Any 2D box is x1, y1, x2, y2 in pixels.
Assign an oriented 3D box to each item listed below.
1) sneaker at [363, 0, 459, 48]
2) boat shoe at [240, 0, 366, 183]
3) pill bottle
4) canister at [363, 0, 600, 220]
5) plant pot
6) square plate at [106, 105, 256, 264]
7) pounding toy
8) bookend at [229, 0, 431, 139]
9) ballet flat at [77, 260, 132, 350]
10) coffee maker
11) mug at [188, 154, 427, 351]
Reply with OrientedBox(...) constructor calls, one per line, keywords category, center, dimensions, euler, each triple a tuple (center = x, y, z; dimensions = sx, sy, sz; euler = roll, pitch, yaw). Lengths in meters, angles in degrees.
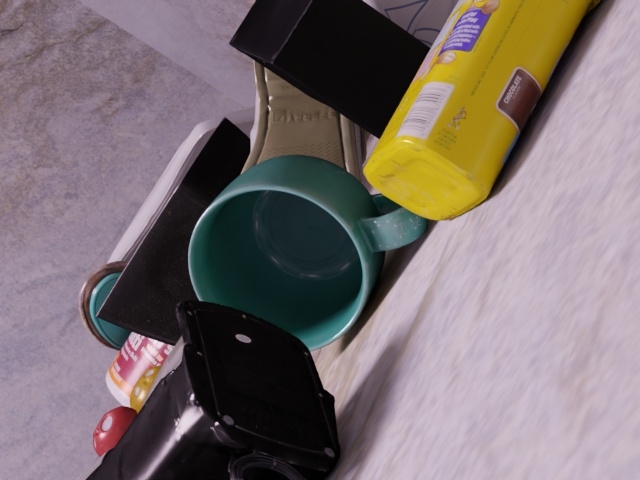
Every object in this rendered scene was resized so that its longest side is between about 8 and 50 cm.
OrientedBox(category="sneaker", center=(0.091, -0.184, 1.006), dimensions=(0.111, 0.129, 0.297), euler=(-52, 6, -18))
OrientedBox(category="boat shoe", center=(-0.007, -0.069, 1.070), dimensions=(0.103, 0.113, 0.302), euler=(21, -106, -74))
OrientedBox(category="pill bottle", center=(-0.154, 0.108, 1.534), dimensions=(0.221, 0.121, 0.121), euler=(-57, 6, 9))
OrientedBox(category="canister", center=(0.101, -0.104, 0.795), dimensions=(0.170, 0.073, 0.126), euler=(-60, 6, -14))
OrientedBox(category="plant pot", center=(-0.095, 0.014, 1.326), dimensions=(0.188, 0.167, 0.187), euler=(-56, 7, 26))
OrientedBox(category="square plate", center=(-0.102, -0.086, 1.677), dimensions=(0.347, 0.049, 0.344), euler=(-21, -21, -42))
OrientedBox(category="pounding toy", center=(-0.127, 0.149, 1.162), dimensions=(0.236, 0.110, 0.183), euler=(-58, 6, -3))
OrientedBox(category="bookend", center=(0.027, -0.129, 0.958), dimensions=(0.072, 0.157, 0.156), euler=(-57, 19, 3))
OrientedBox(category="ballet flat", center=(-0.237, 0.090, 1.628), dimensions=(0.107, 0.106, 0.316), euler=(-54, -31, -6))
OrientedBox(category="coffee maker", center=(-0.081, 0.149, 0.730), dimensions=(0.178, 0.120, 0.171), euler=(-56, 7, 23))
OrientedBox(category="mug", center=(-0.005, 0.007, 0.917), dimensions=(0.097, 0.158, 0.129), euler=(-56, -22, -63))
